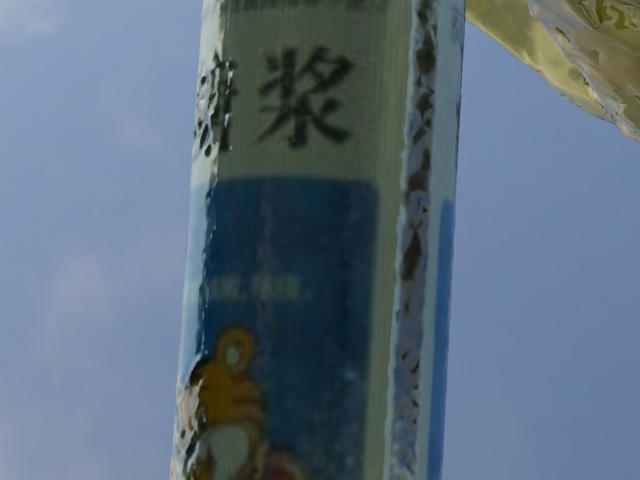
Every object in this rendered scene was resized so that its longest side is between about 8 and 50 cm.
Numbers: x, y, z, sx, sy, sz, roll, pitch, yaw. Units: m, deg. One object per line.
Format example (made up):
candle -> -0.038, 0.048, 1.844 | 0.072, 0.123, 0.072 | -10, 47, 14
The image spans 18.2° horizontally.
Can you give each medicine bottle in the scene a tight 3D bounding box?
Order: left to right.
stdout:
medicine bottle -> 0.000, 0.000, 0.363 | 0.051, 0.051, 0.191 | 1, -100, 15

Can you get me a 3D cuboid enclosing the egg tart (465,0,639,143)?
egg tart -> 0.070, -0.137, 0.711 | 0.315, 0.315, 0.120 | 39, -86, 39
